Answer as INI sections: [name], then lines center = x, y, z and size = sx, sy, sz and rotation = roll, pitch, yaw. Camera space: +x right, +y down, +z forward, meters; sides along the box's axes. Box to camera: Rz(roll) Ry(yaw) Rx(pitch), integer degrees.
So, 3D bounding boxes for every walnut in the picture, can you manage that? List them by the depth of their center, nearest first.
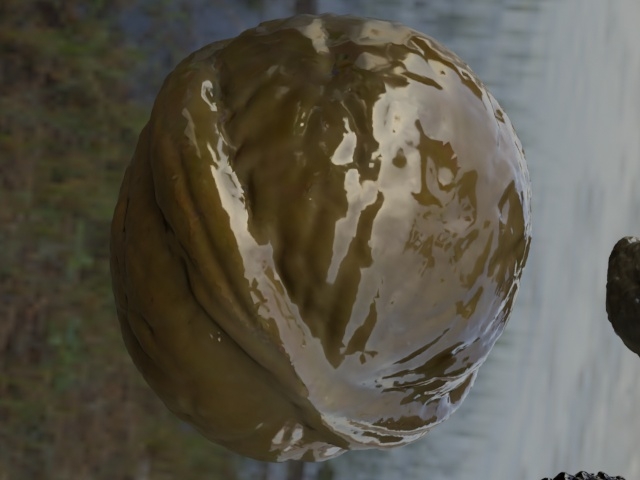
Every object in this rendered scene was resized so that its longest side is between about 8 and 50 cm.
[walnut]
center = 0.000, 0.000, 1.319
size = 0.333, 0.333, 0.332
rotation = 5, 90, -75

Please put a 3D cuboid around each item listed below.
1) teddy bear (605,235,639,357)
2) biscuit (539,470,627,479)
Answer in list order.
[teddy bear]
center = 0.299, 0.027, 1.430
size = 0.140, 0.190, 0.177
rotation = 13, 51, -46
[biscuit]
center = 0.186, 0.256, 1.334
size = 0.053, 0.195, 0.194
rotation = 138, -43, -87
